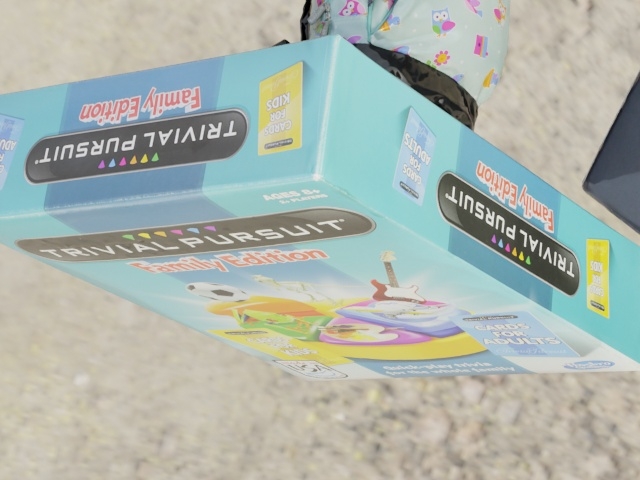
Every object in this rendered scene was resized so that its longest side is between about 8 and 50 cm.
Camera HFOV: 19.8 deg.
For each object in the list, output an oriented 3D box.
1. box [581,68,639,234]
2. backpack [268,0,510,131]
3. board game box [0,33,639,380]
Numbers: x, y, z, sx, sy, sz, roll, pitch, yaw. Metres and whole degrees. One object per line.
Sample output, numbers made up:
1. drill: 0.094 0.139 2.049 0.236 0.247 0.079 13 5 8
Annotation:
1. box: 0.377 -0.014 1.132 0.296 0.294 0.182 45 116 46
2. backpack: 0.058 -0.157 1.197 0.115 0.152 0.182 -5 69 37
3. board game box: 0.000 0.000 1.054 0.254 0.336 0.079 -6 68 37
